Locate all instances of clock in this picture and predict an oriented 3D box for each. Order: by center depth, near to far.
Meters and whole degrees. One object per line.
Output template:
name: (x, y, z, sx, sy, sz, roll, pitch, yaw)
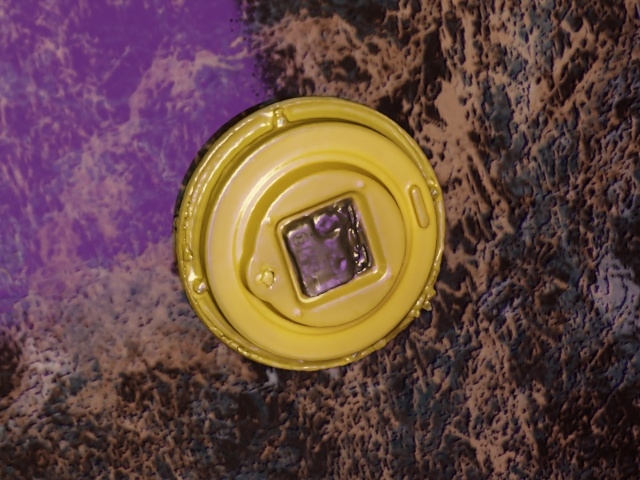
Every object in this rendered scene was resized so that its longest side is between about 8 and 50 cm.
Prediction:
clock: (0.000, 0.000, 1.609, 0.237, 0.057, 0.237, -4, 104, -18)
